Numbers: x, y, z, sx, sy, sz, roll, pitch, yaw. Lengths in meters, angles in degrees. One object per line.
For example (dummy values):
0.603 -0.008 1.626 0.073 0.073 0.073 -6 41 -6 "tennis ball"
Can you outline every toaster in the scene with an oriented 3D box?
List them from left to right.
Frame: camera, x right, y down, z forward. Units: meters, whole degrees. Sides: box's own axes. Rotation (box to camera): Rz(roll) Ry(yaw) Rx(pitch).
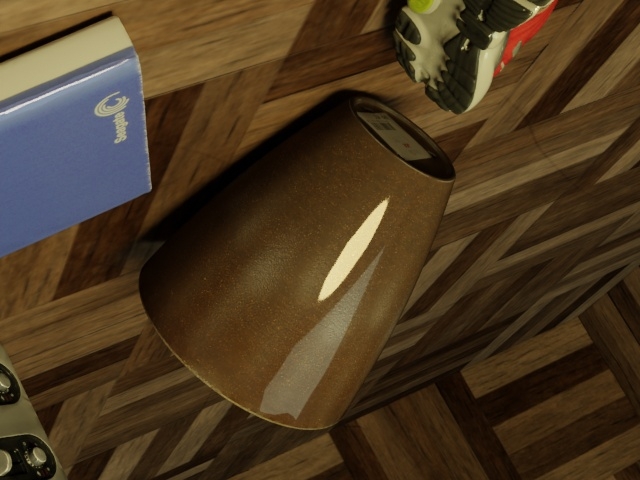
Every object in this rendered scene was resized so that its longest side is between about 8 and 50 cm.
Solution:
-0.334 0.198 1.191 0.186 0.168 0.110 -36 161 20 "toaster"

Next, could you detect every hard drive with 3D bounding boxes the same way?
-0.261 -0.018 0.859 0.319 0.040 0.210 -25 164 -13 "hard drive"

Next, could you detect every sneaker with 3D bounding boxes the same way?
0.129 -0.198 0.930 0.118 0.107 0.279 -43 174 -24 "sneaker"

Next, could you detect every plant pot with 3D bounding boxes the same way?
0.000 0.000 1.137 0.230 0.215 0.215 -53 156 22 "plant pot"
